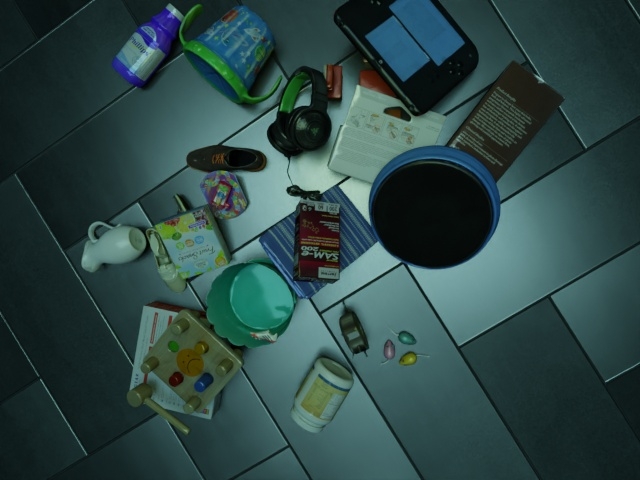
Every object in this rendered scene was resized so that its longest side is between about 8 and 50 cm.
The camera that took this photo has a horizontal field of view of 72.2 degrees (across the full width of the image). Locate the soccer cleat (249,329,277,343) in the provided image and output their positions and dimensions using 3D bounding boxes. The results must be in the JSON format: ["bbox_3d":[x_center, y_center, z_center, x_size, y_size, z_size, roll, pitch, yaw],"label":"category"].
[{"bbox_3d":[-0.168,0.280,1.308,0.083,0.029,0.036,17,85,1],"label":"soccer cleat"}]

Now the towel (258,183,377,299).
[{"bbox_3d":[0.000,0.000,1.391,0.336,0.040,0.243,-37,87,-23],"label":"towel"}]

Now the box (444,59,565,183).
[{"bbox_3d":[0.522,-0.322,1.341,0.191,0.143,0.381,39,97,3],"label":"box"}]

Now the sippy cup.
[{"bbox_3d":[-0.268,-0.594,1.376,0.224,0.305,0.240,-51,43,-5],"label":"sippy cup"}]

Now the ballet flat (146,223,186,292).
[{"bbox_3d":[-0.530,0.065,1.490,0.086,0.086,0.249,-19,91,6],"label":"ballet flat"}]

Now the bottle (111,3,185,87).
[{"bbox_3d":[-0.562,-0.650,1.455,0.118,0.092,0.283,43,96,4],"label":"bottle"}]

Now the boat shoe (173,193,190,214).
[{"bbox_3d":[-0.464,-0.086,1.489,0.049,0.056,0.152,-30,89,1],"label":"boat shoe"}]

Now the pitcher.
[{"bbox_3d":[-0.707,0.001,1.495,0.207,0.125,0.178,-16,75,17],"label":"pitcher"}]

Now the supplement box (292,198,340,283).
[{"bbox_3d":[-0.011,0.004,1.326,0.130,0.073,0.240,5,73,-16],"label":"supplement box"}]

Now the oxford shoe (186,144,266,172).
[{"bbox_3d":[-0.321,-0.275,1.445,0.271,0.098,0.097,-1,92,6],"label":"oxford shoe"}]

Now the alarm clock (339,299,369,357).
[{"bbox_3d":[0.099,0.282,1.421,0.064,0.129,0.192,-22,62,9],"label":"alarm clock"}]

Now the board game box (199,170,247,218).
[{"bbox_3d":[-0.326,-0.146,1.457,0.133,0.033,0.169,-17,109,14],"label":"board game box"}]

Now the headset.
[{"bbox_3d":[-0.047,-0.328,1.363,0.185,0.243,0.395,9,87,-31],"label":"headset"}]

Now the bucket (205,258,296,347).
[{"bbox_3d":[-0.207,0.191,1.413,0.280,0.183,0.282,0,93,5],"label":"bucket"}]

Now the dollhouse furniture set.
[{"bbox_3d":[0.142,-0.489,1.370,0.258,0.135,0.262,2,93,6],"label":"dollhouse furniture set"}]

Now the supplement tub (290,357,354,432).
[{"bbox_3d":[0.003,0.500,1.424,0.144,0.144,0.200,31,95,4],"label":"supplement tub"}]

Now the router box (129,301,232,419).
[{"bbox_3d":[-0.473,0.403,1.498,0.300,0.082,0.336,12,94,5],"label":"router box"}]

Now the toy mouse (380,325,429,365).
[{"bbox_3d":[0.260,0.351,1.448,0.160,0.031,0.143,-23,90,6],"label":"toy mouse"}]

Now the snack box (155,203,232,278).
[{"bbox_3d":[-0.416,0.005,1.454,0.174,0.070,0.207,-19,111,6],"label":"snack box"}]

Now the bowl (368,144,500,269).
[{"bbox_3d":[0.330,-0.084,1.313,0.390,0.077,0.392,9,120,15],"label":"bowl"}]

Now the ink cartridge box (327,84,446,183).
[{"bbox_3d":[0.200,-0.303,1.354,0.296,0.066,0.261,17,107,-8],"label":"ink cartridge box"}]

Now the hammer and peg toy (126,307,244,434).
[{"bbox_3d":[-0.427,0.419,1.384,0.266,0.127,0.361,41,108,3],"label":"hammer and peg toy"}]

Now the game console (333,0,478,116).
[{"bbox_3d":[0.270,-0.598,1.304,0.386,0.060,0.342,48,65,-3],"label":"game console"}]
